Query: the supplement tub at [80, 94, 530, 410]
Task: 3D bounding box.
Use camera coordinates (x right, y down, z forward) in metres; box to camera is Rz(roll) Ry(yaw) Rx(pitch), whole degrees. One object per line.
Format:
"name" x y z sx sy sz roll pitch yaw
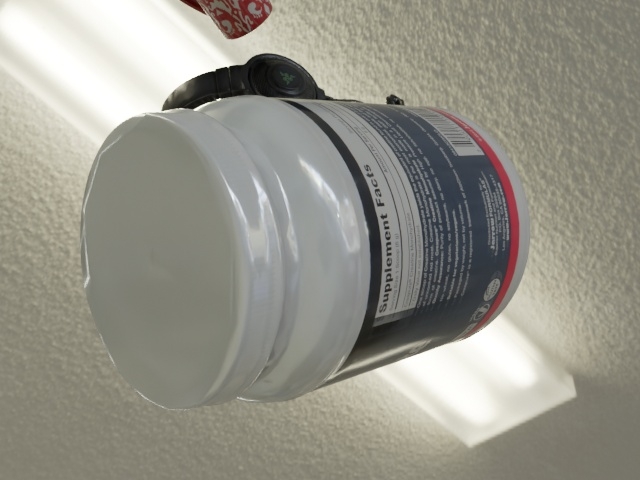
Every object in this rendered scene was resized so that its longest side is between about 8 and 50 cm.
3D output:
"supplement tub" 0.000 0.000 0.500 0.272 0.191 0.191 -8 -37 -45

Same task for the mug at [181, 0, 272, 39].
"mug" -0.164 -0.408 1.122 0.113 0.150 0.169 -47 -53 -13

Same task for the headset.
"headset" -0.055 -0.167 1.155 0.393 0.185 0.243 -10 -28 -1
